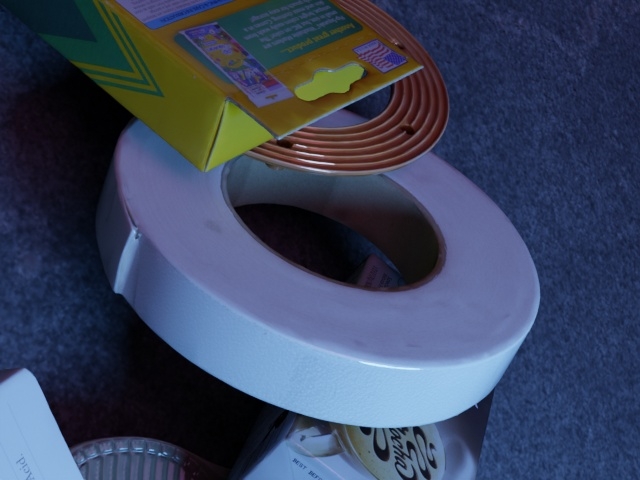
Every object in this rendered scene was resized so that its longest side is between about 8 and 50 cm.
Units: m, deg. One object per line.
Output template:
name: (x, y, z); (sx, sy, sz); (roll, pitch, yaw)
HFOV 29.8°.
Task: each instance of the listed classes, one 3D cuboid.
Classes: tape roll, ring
tape roll: (0.000, 0.000, 1.042); (0.392, 0.072, 0.392); (17, 34, -11)
ring: (-0.038, -0.169, 1.137); (0.336, 0.032, 0.337); (14, 41, -13)

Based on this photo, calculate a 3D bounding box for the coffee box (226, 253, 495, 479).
coffee box: (0.043, 0.163, 1.043); (0.168, 0.119, 0.297); (39, 31, -5)

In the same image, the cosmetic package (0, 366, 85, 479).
cosmetic package: (-0.317, 0.264, 0.749); (0.385, 0.156, 0.217); (-40, 110, -47)

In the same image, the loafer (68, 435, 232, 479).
loafer: (-0.116, 0.229, 1.012); (0.268, 0.092, 0.102); (20, 64, -33)

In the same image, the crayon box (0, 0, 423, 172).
crayon box: (-0.100, -0.181, 1.028); (0.323, 0.083, 0.203); (39, 42, 19)
